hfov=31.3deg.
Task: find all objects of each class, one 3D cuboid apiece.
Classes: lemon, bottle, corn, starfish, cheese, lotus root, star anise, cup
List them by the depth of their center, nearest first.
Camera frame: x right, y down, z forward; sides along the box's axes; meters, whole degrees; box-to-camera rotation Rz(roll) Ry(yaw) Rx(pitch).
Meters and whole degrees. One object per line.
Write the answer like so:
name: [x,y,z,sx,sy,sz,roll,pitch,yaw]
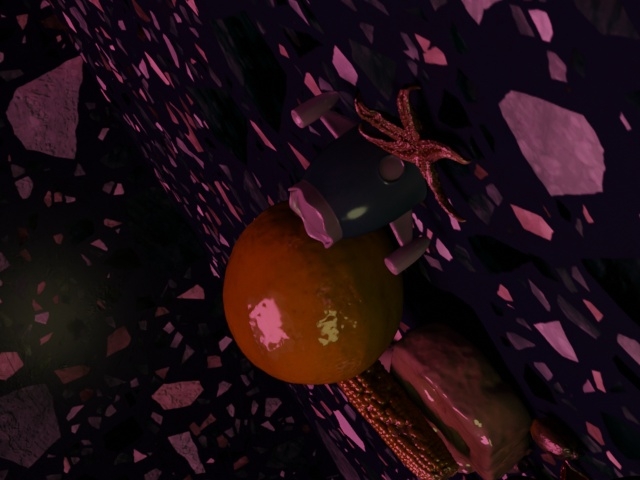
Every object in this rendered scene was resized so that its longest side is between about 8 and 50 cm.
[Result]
starfish: [0.135,-0.127,1.602,0.238,0.057,0.213,52,161,-17]
cup: [0.048,-0.079,1.743,0.299,0.173,0.167,58,164,-7]
lotus root: [0.377,0.320,1.822,0.099,0.049,0.054,36,155,38]
star anise: [0.414,0.465,1.852,0.140,0.144,0.158,49,168,55]
lemon: [-0.011,0.085,2.013,0.348,0.348,0.348,50,165,19]
cheese: [0.251,0.295,2.038,0.318,0.115,0.326,62,165,-22]
corn: [0.129,0.314,2.076,0.320,0.097,0.097,49,164,29]
bottle: [0.362,0.419,2.126,0.030,0.030,0.083,55,165,2]

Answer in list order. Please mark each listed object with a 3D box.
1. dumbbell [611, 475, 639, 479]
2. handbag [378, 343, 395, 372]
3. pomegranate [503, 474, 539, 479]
dumbbell: [0.467,0.498,1.615,0.204,0.204,0.322,42,161,44]
handbag: [0.179,0.308,2.436,0.315,0.109,0.241,2,127,56]
pomegranate: [0.363,0.509,2.069,0.159,0.159,0.205,54,169,6]
